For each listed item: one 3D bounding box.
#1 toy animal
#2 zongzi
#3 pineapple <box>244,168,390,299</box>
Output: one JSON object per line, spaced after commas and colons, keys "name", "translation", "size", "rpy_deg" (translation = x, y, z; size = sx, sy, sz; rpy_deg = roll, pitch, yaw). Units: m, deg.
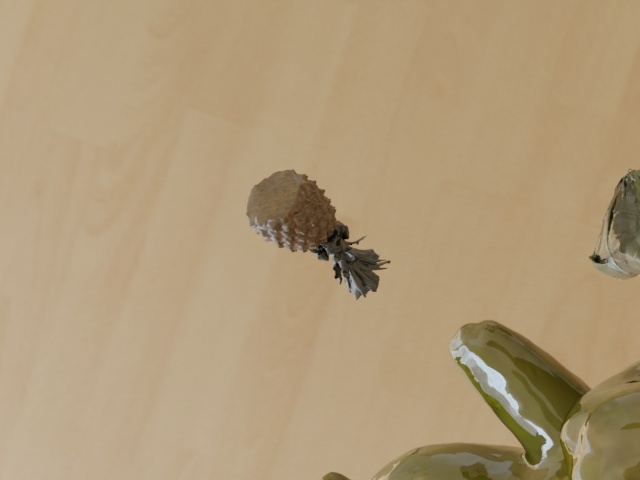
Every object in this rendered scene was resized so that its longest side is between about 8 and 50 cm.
{"name": "toy animal", "translation": [0.144, 0.115, 0.687], "size": [0.363, 0.180, 0.181], "rpy_deg": [-52, 36, 41]}
{"name": "zongzi", "translation": [0.298, -0.020, 1.394], "size": [0.055, 0.119, 0.109], "rpy_deg": [19, 82, -7]}
{"name": "pineapple", "translation": [0.000, 0.000, 1.079], "size": [0.058, 0.124, 0.058], "rpy_deg": [-20, 48, 25]}
